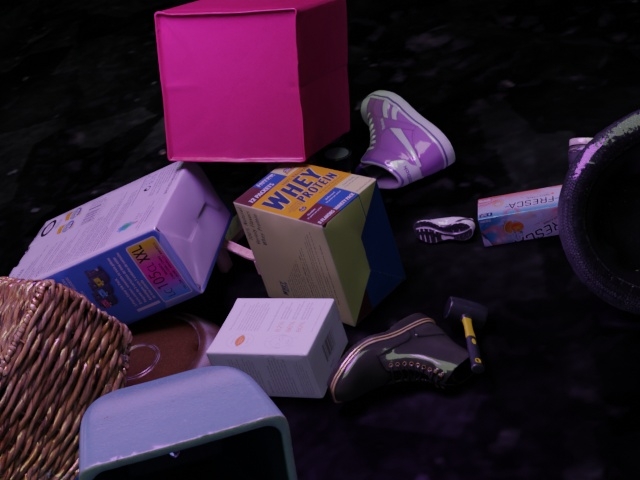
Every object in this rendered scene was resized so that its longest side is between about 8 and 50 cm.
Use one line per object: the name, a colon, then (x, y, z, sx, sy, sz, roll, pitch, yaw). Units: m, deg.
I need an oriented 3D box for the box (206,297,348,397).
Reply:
box: (-0.064, 0.162, 1.781, 0.170, 0.091, 0.130, -1, 37, 26)

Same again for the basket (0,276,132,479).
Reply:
basket: (-0.436, 0.221, 1.731, 0.223, 0.213, 0.299, -1, 59, 50)

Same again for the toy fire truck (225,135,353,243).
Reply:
toy fire truck: (-0.070, -0.104, 2.153, 0.246, 0.159, 0.217, -11, 32, -7)

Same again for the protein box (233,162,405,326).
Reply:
protein box: (0.000, 0.000, 1.886, 0.201, 0.200, 0.136, 16, 45, 42)

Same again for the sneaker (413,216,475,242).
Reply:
sneaker: (0.209, -0.020, 1.966, 0.109, 0.040, 0.044, 3, 22, 25)

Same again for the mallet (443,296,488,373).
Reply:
mallet: (0.224, 0.140, 1.680, 0.062, 0.039, 0.190, 13, 23, -13)

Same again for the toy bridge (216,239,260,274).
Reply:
toy bridge: (-0.175, 0.027, 2.064, 0.188, 0.063, 0.026, 0, 37, 29)

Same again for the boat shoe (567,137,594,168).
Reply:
boat shoe: (0.515, -0.131, 1.964, 0.206, 0.075, 0.065, 7, 84, 27)

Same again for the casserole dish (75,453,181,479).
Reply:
casserole dish: (-0.278, 0.359, 1.652, 0.188, 0.037, 0.114, -18, 33, 4)

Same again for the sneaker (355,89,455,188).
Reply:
sneaker: (0.111, -0.187, 2.200, 0.161, 0.102, 0.282, -30, 34, -11)

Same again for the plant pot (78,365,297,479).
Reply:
plant pot: (-0.173, 0.292, 1.492, 0.247, 0.248, 0.252, -14, 25, -11)

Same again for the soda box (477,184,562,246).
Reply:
soda box: (0.349, -0.043, 1.901, 0.183, 0.058, 0.063, -10, 34, 15)

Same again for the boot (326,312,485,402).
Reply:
boot: (0.121, 0.187, 1.672, 0.198, 0.077, 0.137, -35, 41, -21)

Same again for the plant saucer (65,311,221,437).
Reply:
plant saucer: (-0.291, 0.208, 1.873, 0.310, 0.050, 0.311, -14, 32, 9)

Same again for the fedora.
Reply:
fedora: (0.509, -0.045, 1.699, 0.333, 0.334, 0.152, -13, -1, 9)

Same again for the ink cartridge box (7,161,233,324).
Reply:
ink cartridge box: (-0.372, 0.037, 2.005, 0.395, 0.151, 0.270, -21, 25, 20)

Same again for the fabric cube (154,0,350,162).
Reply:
fabric cube: (-0.108, -0.284, 2.004, 0.254, 0.259, 0.258, 3, 17, 19)
